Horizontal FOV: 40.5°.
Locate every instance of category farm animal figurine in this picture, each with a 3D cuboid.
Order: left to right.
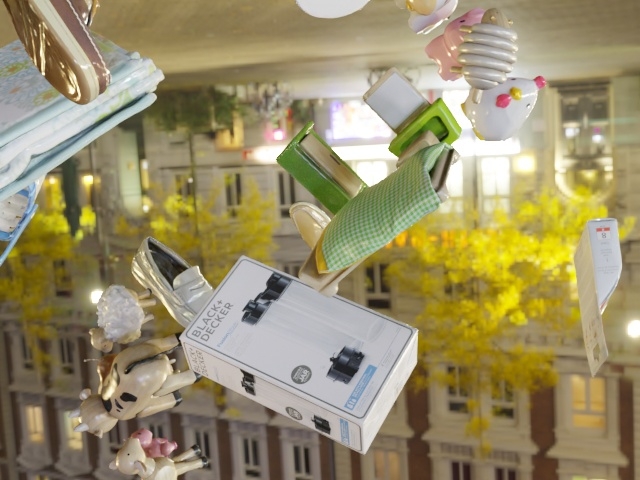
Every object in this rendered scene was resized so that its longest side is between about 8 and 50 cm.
[{"bbox_3d":[-0.312,0.285,1.438,0.172,0.326,0.330,-15,-131,-39],"label":"farm animal figurine"}]

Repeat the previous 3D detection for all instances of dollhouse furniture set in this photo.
[{"bbox_3d":[0.046,-0.091,1.043,0.197,0.151,0.301,-42,-172,25],"label":"dollhouse furniture set"}]

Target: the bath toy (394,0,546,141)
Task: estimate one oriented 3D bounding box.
[{"bbox_3d":[0.216,-0.315,1.312,0.129,0.348,0.151,-32,179,24],"label":"bath toy"}]

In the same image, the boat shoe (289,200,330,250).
[{"bbox_3d":[0.000,0.000,1.784,0.068,0.190,0.072,-25,-145,26],"label":"boat shoe"}]

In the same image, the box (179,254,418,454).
[{"bbox_3d":[-0.029,0.153,1.210,0.290,0.087,0.169,23,-123,22],"label":"box"}]

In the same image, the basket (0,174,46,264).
[{"bbox_3d":[-0.626,-0.091,1.553,0.255,0.201,0.289,32,-144,-7],"label":"basket"}]

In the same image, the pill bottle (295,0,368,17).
[{"bbox_3d":[0.000,-0.381,1.049,0.119,0.208,0.119,-8,153,-4],"label":"pill bottle"}]

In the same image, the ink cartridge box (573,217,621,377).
[{"bbox_3d":[0.373,0.078,1.144,0.045,0.179,0.145,-7,159,7],"label":"ink cartridge box"}]

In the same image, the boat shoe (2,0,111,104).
[{"bbox_3d":[-0.325,-0.315,1.059,0.123,0.342,0.123,-25,155,-24],"label":"boat shoe"}]

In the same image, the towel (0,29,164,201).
[{"bbox_3d":[-0.470,-0.211,1.367,0.374,0.090,0.320,-36,-138,-22],"label":"towel"}]

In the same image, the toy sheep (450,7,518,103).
[{"bbox_3d":[0.228,-0.255,1.200,0.091,0.132,0.091,8,-169,-2],"label":"toy sheep"}]

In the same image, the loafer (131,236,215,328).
[{"bbox_3d":[-0.312,0.113,2.011,0.319,0.111,0.112,36,-140,16],"label":"loafer"}]
